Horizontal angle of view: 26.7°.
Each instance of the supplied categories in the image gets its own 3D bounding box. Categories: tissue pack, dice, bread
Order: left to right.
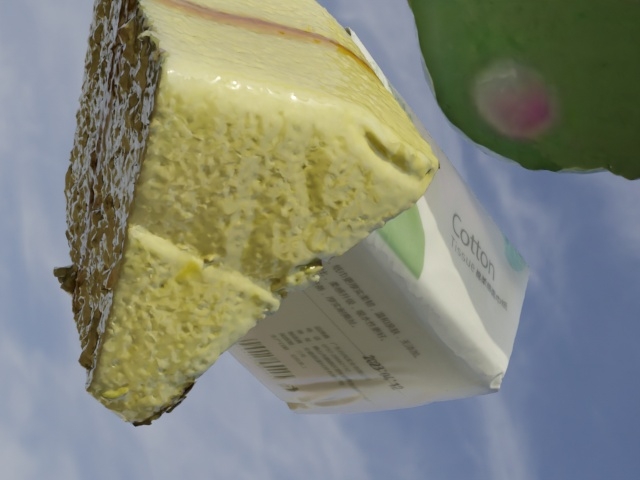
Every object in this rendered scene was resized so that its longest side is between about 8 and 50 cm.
[{"bbox_3d":[-0.068,-0.032,0.868,0.263,0.198,0.236,-117,-135,-57],"label":"bread"},{"bbox_3d":[0.000,-0.002,1.267,0.266,0.356,0.193,-11,-134,34],"label":"tissue pack"},{"bbox_3d":[0.277,-0.263,1.247,0.330,0.322,0.318,1,-60,28],"label":"dice"}]
